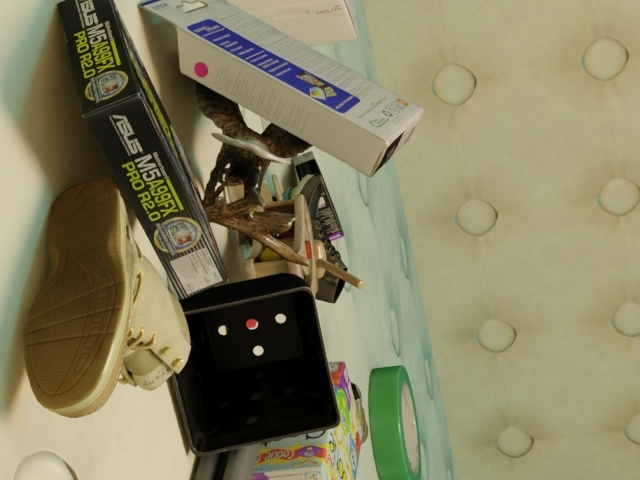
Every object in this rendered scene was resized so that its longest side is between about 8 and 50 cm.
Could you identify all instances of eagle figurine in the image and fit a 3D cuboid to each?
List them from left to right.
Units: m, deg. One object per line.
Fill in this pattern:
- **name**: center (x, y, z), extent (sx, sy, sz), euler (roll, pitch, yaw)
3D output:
- **eagle figurine**: center (-0.100, -0.137, 1.412), extent (0.226, 0.225, 0.298), euler (53, 40, -45)

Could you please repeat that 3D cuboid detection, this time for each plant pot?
- **plant pot**: center (-0.088, 0.136, 1.310), extent (0.167, 0.188, 0.187), euler (-104, -178, -73)

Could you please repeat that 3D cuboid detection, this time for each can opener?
- **can opener**: center (-0.108, 0.275, 1.333), extent (0.280, 0.074, 0.093), euler (-77, 156, -60)

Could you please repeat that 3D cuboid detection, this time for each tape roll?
- **tape roll**: center (0.191, 0.479, 2.615), extent (0.321, 0.077, 0.321), euler (-8, 90, -79)

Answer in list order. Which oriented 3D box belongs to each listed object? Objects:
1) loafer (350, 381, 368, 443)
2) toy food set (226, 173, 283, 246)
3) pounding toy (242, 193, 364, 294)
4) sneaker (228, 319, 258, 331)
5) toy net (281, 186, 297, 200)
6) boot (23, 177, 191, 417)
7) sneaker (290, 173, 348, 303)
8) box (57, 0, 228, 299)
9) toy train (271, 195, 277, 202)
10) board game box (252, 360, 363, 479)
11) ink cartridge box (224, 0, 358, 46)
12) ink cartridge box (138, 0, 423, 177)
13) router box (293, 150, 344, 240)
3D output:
- **loafer**: center (0.065, 0.359, 2.159), extent (0.050, 0.056, 0.148), euler (68, 8, -47)
- **toy food set**: center (-0.112, -0.048, 1.649), extent (0.192, 0.038, 0.132), euler (-3, 80, -67)
- **pounding toy**: center (-0.021, 0.012, 1.550), extent (0.269, 0.155, 0.154), euler (-67, 149, -76)
- **sneaker**: center (-0.107, 0.107, 1.533), extent (0.118, 0.042, 0.067), euler (-1, 86, -76)
- **toy net**: center (-0.038, -0.018, 1.939), extent (0.232, 0.045, 0.122), euler (40, 42, -73)
- **boot**: center (-0.195, 0.095, 0.992), extent (0.203, 0.095, 0.262), euler (70, 8, -45)
- **sneaker**: center (0.000, 0.000, 1.784), extent (0.083, 0.118, 0.222), euler (36, 64, -71)
- **box**: center (-0.186, -0.101, 1.095), extent (0.216, 0.060, 0.270), euler (-113, -177, -46)
- **toy train**: center (-0.084, -0.017, 1.760), extent (0.158, 0.027, 0.036), euler (-87, 160, -44)
- **board game box**: center (-0.032, 0.310, 1.500), extent (0.275, 0.144, 0.142), euler (-74, 152, -65)
- **ink cartridge box**: center (-0.053, -0.502, 1.827), extent (0.197, 0.198, 0.270), euler (54, 31, -67)
- **ink cartridge box**: center (-0.053, -0.219, 1.371), extent (0.069, 0.371, 0.176), euler (-62, 172, 28)
- **router box**: center (-0.005, -0.086, 2.004), extent (0.179, 0.046, 0.133), euler (-107, 176, -70)
